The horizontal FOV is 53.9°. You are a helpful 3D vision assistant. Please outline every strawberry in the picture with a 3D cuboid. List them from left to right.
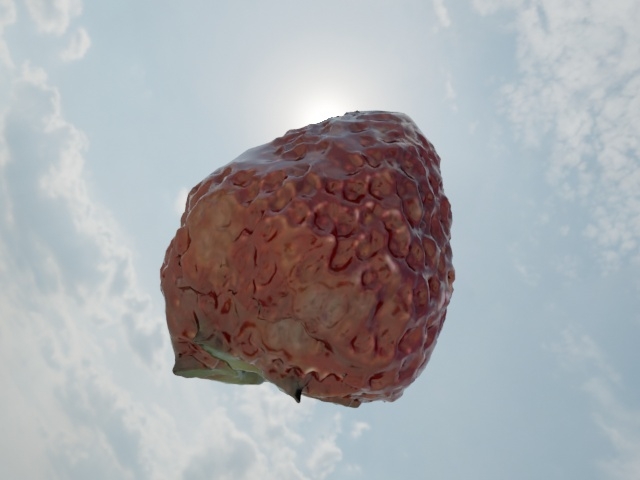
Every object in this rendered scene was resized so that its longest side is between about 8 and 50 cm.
[{"bbox_3d":[-0.009,0.007,0.632,0.292,0.292,0.309,10,-85,48],"label":"strawberry"}]
